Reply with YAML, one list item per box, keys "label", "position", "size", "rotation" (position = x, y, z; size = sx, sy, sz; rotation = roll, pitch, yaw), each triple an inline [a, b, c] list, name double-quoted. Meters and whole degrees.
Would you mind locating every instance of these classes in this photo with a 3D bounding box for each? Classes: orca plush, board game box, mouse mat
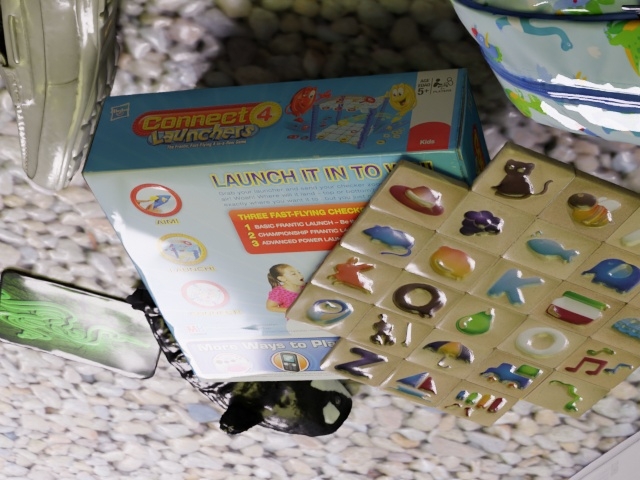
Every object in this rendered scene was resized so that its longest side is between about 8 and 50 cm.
- label: "orca plush"
  position: [-0.085, 0.153, 1.715]
  size: [0.151, 0.102, 0.287]
  rotation: [-19, 134, 32]
- label: "board game box"
  position: [0.000, 0.000, 1.342]
  size: [0.308, 0.086, 0.302]
  rotation: [-2, 141, 16]
- label: "mouse mat"
  position: [-0.267, 0.096, 1.779]
  size: [0.189, 0.007, 0.152]
  rotation: [16, 144, -4]

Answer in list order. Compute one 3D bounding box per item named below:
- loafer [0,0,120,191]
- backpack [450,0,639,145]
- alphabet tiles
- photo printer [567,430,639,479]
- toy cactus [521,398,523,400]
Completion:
- label: "loafer"
  position: [-0.229, -0.169, 1.335]
  size: [0.111, 0.112, 0.319]
  rotation: [17, 136, 1]
- label: "backpack"
  position: [0.245, -0.188, 1.026]
  size: [0.273, 0.290, 0.355]
  rotation: [43, 159, -22]
- label: "alphabet tiles"
  position: [0.143, 0.048, 1.291]
  size: [0.285, 0.011, 0.342]
  rotation: [20, 141, -14]
- label: "photo printer"
  position: [0.442, 0.329, 1.801]
  size: [0.307, 0.107, 0.256]
  rotation: [22, 143, -14]
- label: "toy cactus"
  position: [0.159, 0.074, 1.569]
  size: [0.180, 0.112, 0.219]
  rotation: [33, 145, 3]
